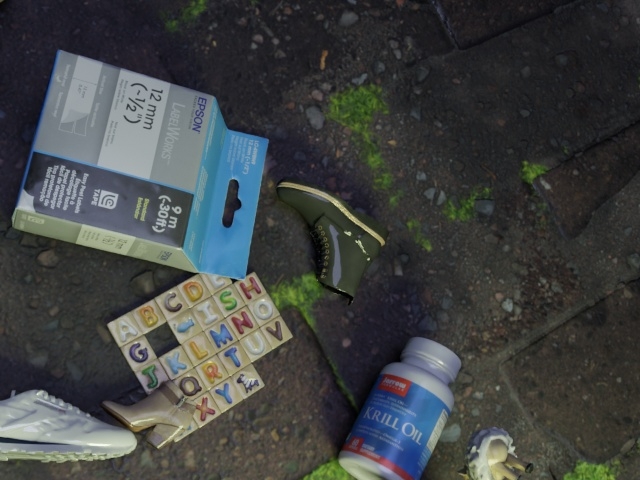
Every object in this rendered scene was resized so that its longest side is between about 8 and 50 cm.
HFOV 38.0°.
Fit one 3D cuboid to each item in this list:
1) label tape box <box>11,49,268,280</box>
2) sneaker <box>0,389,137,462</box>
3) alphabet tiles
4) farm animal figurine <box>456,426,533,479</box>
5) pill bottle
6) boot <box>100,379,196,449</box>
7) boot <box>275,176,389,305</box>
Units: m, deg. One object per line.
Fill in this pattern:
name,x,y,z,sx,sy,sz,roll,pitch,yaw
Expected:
label tape box,-0.246,-0.103,1.364,0.348,0.115,0.249,14,70,-15
sneaker,-0.362,0.247,1.250,0.235,0.090,0.095,10,64,-20
alphabet tiles,-0.166,0.152,1.386,0.237,0.009,0.198,-30,88,-24
farm animal figurine,0.169,0.455,1.338,0.330,0.172,0.327,-41,134,-24
pill bottle,0.127,0.262,1.404,0.124,0.124,0.221,33,67,-10
boot,-0.238,0.234,1.316,0.118,0.042,0.087,38,69,-5
boot,0.000,0.000,1.455,0.198,0.077,0.137,28,74,-11
